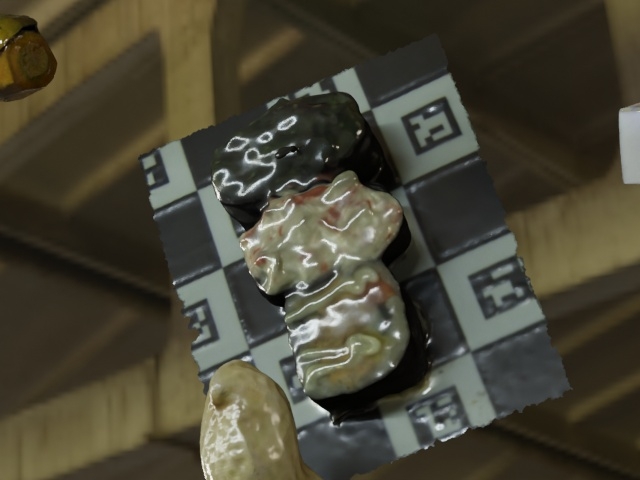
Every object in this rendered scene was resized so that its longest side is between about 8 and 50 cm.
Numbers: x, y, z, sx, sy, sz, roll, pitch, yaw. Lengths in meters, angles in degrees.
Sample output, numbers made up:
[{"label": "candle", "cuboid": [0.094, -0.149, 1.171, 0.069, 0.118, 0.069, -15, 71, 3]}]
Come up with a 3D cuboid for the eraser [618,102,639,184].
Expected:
[{"label": "eraser", "cuboid": [0.239, -0.073, 1.139, 0.029, 0.052, 0.122, 3, 13, 35]}]

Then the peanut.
[{"label": "peanut", "cuboid": [-0.038, 0.176, 1.230, 0.082, 0.187, 0.082, -24, 12, 5]}]

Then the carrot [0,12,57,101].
[{"label": "carrot", "cuboid": [-0.306, -0.163, 1.484, 0.173, 0.082, 0.082, 10, -10, 45]}]

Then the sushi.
[{"label": "sushi", "cuboid": [0.000, 0.000, 1.373, 0.296, 0.373, 0.100, -22, -31, 9]}]
